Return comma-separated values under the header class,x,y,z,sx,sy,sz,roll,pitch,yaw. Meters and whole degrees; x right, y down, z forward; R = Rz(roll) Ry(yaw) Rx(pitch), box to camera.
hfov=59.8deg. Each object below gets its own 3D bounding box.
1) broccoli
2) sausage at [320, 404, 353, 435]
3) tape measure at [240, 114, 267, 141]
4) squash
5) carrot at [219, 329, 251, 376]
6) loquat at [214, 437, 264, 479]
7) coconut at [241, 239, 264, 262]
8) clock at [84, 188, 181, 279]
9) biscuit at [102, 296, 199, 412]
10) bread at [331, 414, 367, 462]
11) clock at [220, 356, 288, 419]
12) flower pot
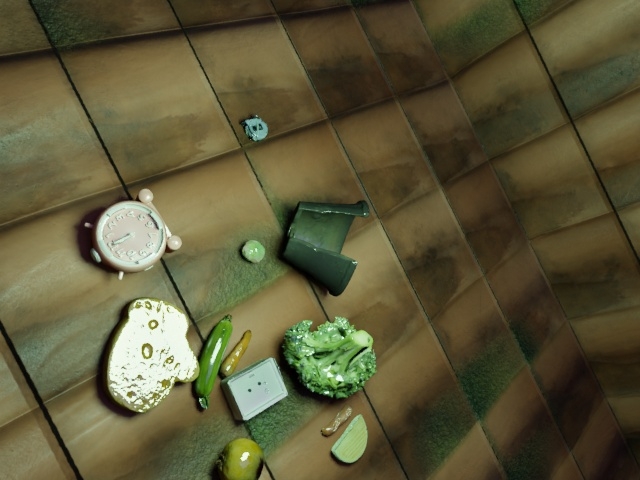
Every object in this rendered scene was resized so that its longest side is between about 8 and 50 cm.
class,x,y,z,sx,sy,sz,roll,pitch,yaw
broccoli,0.042,0.380,1.978,0.375,0.302,0.249,32,19,-19
sausage,0.062,0.661,2.040,0.157,0.042,0.036,-32,133,-37
tape measure,-0.252,-0.435,2.167,0.091,0.054,0.094,-39,97,-33
squash,-0.348,0.378,1.803,0.080,0.071,0.319,30,59,-31
carrot,-0.280,0.376,1.876,0.047,0.047,0.191,44,52,-17
loquat,-0.247,0.694,1.731,0.163,0.137,0.163,-1,93,-29
coconut,-0.243,0.038,1.997,0.082,0.081,0.084,6,79,-22
clock,-0.593,-0.007,1.722,0.241,0.142,0.227,-34,96,-29
biscuit,-0.506,0.353,1.703,0.287,0.057,0.344,25,61,-28
bread,0.117,0.749,2.052,0.193,0.036,0.112,-40,105,-42
clock,-0.220,0.495,1.860,0.191,0.071,0.147,-23,89,-40
flower pot,0.000,0.000,2.070,0.250,0.379,0.380,16,63,-9
